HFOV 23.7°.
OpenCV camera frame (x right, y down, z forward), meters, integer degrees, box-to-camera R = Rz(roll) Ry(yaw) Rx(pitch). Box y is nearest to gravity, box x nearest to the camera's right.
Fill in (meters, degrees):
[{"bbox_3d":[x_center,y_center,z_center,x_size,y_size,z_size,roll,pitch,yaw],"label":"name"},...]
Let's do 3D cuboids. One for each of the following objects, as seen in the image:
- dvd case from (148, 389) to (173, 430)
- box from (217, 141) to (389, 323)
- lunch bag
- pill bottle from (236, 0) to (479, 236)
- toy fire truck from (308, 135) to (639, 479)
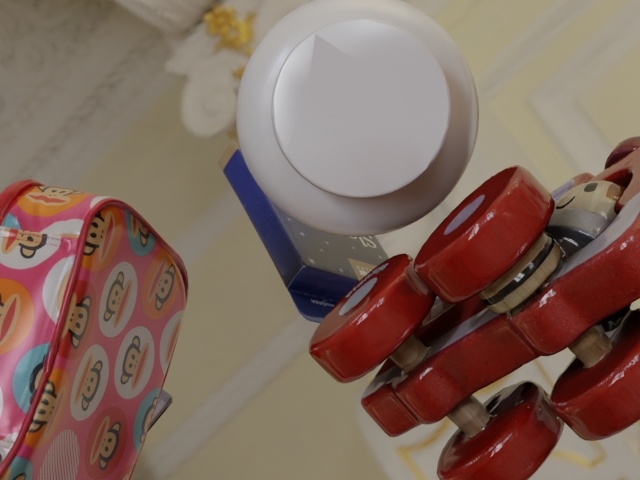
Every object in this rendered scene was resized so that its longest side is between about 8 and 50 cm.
[{"bbox_3d":[-0.288,0.191,1.497,0.239,0.179,0.029,-50,5,-13],"label":"dvd case"},{"bbox_3d":[0.000,0.000,1.446,0.136,0.225,0.036,15,-58,-39],"label":"box"},{"bbox_3d":[-0.209,0.118,1.260,0.258,0.120,0.293,51,-126,-61],"label":"lunch bag"},{"bbox_3d":[0.027,-0.095,1.203,0.181,0.181,0.323,-32,1,1],"label":"pill bottle"},{"bbox_3d":[0.151,0.026,1.088,0.302,0.169,0.254,-40,9,43],"label":"toy fire truck"}]
